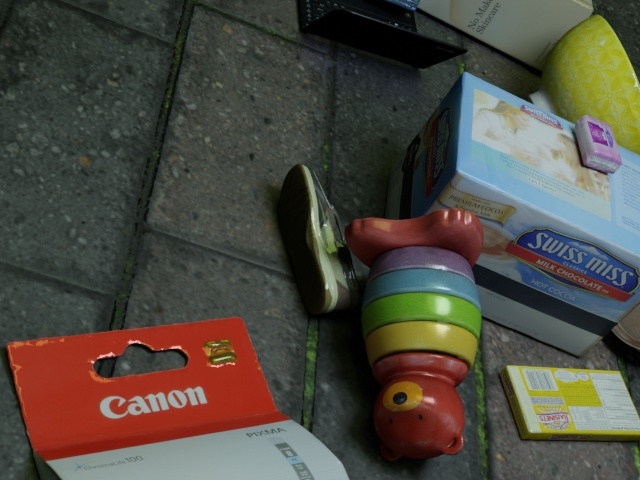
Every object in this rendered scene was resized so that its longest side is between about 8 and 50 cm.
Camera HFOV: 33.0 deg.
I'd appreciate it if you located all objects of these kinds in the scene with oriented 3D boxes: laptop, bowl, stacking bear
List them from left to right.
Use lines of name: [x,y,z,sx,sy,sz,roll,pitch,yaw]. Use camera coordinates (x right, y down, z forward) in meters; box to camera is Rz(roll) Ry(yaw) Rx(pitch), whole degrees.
laptop: [0.096,-0.388,1.813,0.234,0.136,0.264,14,46,-21]
stacking bear: [0.124,0.129,1.351,0.175,0.164,0.289,-6,62,19]
bowl: [0.446,-0.221,1.842,0.156,0.289,0.289,-21,56,6]

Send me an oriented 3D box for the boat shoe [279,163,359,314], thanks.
boat shoe: [0.001,0.000,1.458,0.073,0.080,0.223,8,54,-33]

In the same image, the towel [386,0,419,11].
towel: [0.117,-0.440,1.906,0.119,0.029,0.067,20,19,-4]

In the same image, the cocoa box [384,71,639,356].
cocoa box: [0.293,-0.034,1.551,0.347,0.228,0.231,23,44,-12]

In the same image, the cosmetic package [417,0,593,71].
cosmetic package: [0.327,-0.456,1.994,0.310,0.160,0.113,23,37,-11]

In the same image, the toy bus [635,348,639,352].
toy bus: [0.545,0.110,1.668,0.191,0.104,0.202,-10,58,-37]

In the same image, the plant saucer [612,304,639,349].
plant saucer: [0.505,0.089,1.614,0.168,0.168,0.029,60,6,25]

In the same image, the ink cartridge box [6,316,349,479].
ink cartridge box: [-0.135,0.236,1.152,0.308,0.091,0.385,-4,56,-34]

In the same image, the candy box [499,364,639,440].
candy box: [0.352,0.227,1.502,0.206,0.027,0.105,7,52,-27]

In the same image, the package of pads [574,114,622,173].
package of pads: [0.385,-0.133,1.504,0.050,0.032,0.083,18,43,-19]
